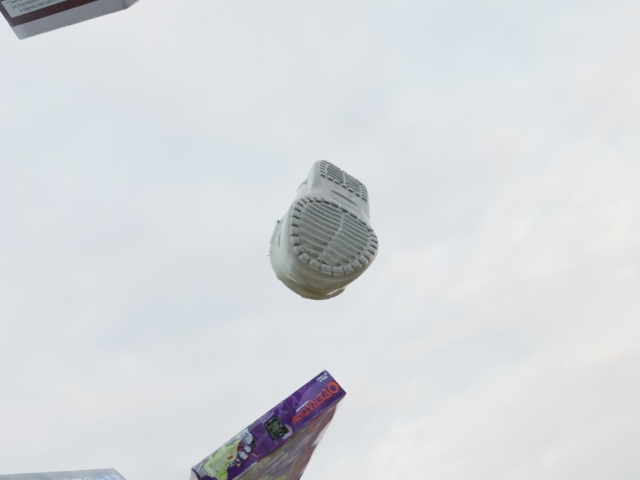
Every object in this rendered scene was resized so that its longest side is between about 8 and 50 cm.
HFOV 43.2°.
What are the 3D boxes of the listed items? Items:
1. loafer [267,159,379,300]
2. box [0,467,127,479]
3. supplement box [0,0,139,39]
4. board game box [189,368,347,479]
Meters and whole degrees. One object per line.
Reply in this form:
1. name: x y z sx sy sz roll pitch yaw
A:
1. loafer: 0.000 0.000 0.846 0.102 0.268 0.092 30 -67 -4
2. box: -0.130 0.220 0.489 0.059 0.183 0.232 -51 -18 -3
3. supplement box: -0.216 -0.267 0.548 0.130 0.073 0.239 -2 -50 35
4. board game box: -0.088 0.315 1.074 0.208 0.056 0.346 -37 -20 -31
